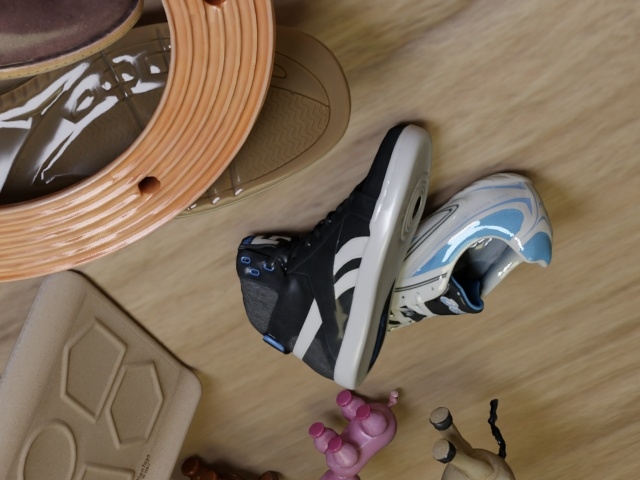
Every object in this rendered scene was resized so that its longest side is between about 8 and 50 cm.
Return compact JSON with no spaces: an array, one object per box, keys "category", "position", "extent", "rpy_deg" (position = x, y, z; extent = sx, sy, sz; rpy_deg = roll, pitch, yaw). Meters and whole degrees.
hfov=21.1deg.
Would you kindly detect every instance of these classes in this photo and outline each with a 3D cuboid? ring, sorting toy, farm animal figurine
[{"category":"ring","position":[-0.192,-0.105,0.947],"extent":[0.337,0.032,0.336],"rpy_deg":[-7,133,-8]},{"category":"sorting toy","position":[-0.187,0.150,1.344],"extent":[0.038,0.193,0.208],"rpy_deg":[5,155,34]},{"category":"farm animal figurine","position":[0.010,0.307,1.500],"extent":[0.330,0.326,0.172],"rpy_deg":[-12,137,33]}]

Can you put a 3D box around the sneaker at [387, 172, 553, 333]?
[{"category":"sneaker","position":[0.074,0.033,1.318],"extent":[0.237,0.086,0.085],"rpy_deg":[-33,142,31]}]

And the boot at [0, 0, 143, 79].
[{"category":"boot","position":[-0.218,-0.181,0.925],"extent":[0.248,0.090,0.207],"rpy_deg":[-1,147,-8]}]

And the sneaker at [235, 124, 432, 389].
[{"category":"sneaker","position":[0.000,0.000,1.258],"extent":[0.121,0.079,0.216],"rpy_deg":[23,118,15]}]

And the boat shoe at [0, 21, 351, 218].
[{"category":"boat shoe","position":[-0.145,-0.065,1.113],"extent":[0.341,0.121,0.110],"rpy_deg":[-12,-177,7]}]
